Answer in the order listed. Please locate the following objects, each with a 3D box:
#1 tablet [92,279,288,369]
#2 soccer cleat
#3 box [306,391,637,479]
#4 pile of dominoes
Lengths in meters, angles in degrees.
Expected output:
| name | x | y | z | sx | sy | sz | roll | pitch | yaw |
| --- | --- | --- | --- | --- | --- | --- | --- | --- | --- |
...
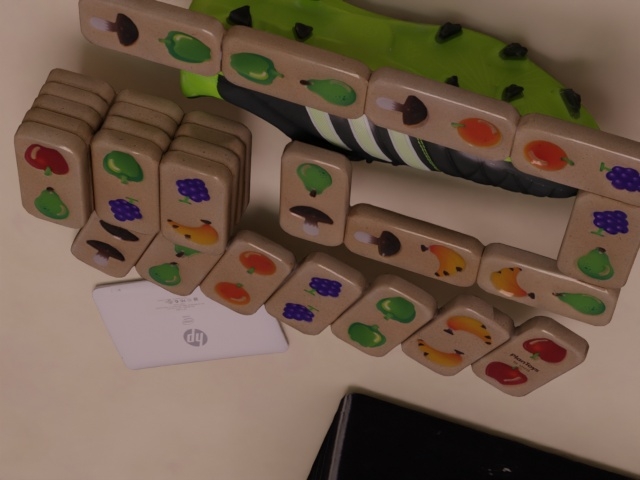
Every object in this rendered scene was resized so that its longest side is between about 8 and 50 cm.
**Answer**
| name | x | y | z | sx | sy | sz | roll | pitch | yaw |
| --- | --- | --- | --- | --- | --- | --- | --- | --- | --- |
| tablet | -0.061 | 0.038 | 0.915 | 0.083 | 0.006 | 0.054 | -7 | 129 | 17 |
| soccer cleat | 0.029 | -0.057 | 0.790 | 0.179 | 0.060 | 0.072 | 21 | 146 | -4 |
| box | 0.115 | 0.282 | 0.978 | 0.343 | 0.179 | 0.312 | 18 | 130 | -5 |
| pile of dominoes | 0.000 | 0.000 | 0.797 | 0.251 | 0.040 | 0.196 | 17 | 146 | 8 |
